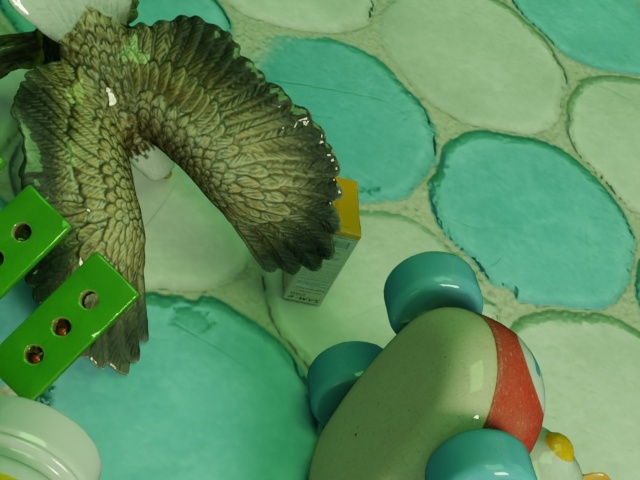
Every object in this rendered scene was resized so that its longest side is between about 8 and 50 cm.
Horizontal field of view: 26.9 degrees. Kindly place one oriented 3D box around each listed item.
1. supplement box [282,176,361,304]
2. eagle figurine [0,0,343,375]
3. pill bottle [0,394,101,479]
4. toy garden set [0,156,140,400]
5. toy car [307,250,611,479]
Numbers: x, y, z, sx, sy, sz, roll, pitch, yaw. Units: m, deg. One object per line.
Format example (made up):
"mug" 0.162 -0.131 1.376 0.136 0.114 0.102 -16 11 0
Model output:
"supplement box" 0.000 0.000 1.125 0.036 0.098 0.062 12 49 -17
"eagle figurine" -0.145 -0.080 1.061 0.225 0.226 0.298 7 42 -49
"pill bottle" -0.205 0.197 0.767 0.119 0.119 0.208 25 42 -7
"toy garden set" -0.283 0.027 0.945 0.244 0.049 0.204 44 84 6
"toy car" 0.133 0.167 1.001 0.238 0.210 0.219 23 33 -26
